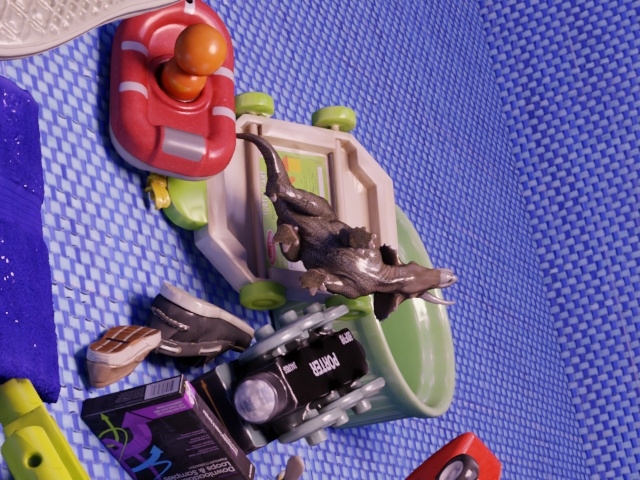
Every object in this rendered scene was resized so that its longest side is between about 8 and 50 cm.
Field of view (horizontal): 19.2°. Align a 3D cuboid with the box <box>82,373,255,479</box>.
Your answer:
[{"bbox_3d":[-0.153,0.207,1.929,0.162,0.116,0.029,55,28,-39],"label":"box"}]

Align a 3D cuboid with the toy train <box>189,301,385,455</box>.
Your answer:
[{"bbox_3d":[-0.055,0.169,2.113,0.142,0.190,0.334,63,18,3],"label":"toy train"}]

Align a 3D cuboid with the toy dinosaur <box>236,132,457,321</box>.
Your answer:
[{"bbox_3d":[0.000,0.000,2.184,0.313,0.121,0.160,34,-3,16],"label":"toy dinosaur"}]

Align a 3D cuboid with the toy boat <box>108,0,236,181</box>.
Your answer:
[{"bbox_3d":[-0.154,-0.192,2.157,0.151,0.151,0.231,13,52,-24],"label":"toy boat"}]

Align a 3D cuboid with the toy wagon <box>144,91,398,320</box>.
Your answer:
[{"bbox_3d":[-0.062,-0.045,2.281,0.344,0.068,0.267,8,67,-29],"label":"toy wagon"}]

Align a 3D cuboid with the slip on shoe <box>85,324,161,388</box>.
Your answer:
[{"bbox_3d":[-0.206,0.120,1.970,0.135,0.051,0.041,-38,137,-72],"label":"slip on shoe"}]

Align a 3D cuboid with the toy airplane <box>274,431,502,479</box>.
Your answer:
[{"bbox_3d":[0.057,0.429,2.166,0.384,0.272,0.386,-5,85,-31],"label":"toy airplane"}]

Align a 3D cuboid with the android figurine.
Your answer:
[{"bbox_3d":[-0.208,0.254,1.666,0.273,0.056,0.248,57,-9,27],"label":"android figurine"}]

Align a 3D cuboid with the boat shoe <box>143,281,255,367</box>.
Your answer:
[{"bbox_3d":[-0.141,0.104,2.141,0.079,0.084,0.233,-66,162,-2],"label":"boat shoe"}]

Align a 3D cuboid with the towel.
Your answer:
[{"bbox_3d":[-0.308,-0.013,1.729,0.227,0.076,0.308,26,54,-63],"label":"towel"}]

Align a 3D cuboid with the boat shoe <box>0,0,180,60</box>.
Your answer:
[{"bbox_3d":[-0.307,-0.271,1.877,0.500,0.156,0.187,-21,99,-55],"label":"boat shoe"}]

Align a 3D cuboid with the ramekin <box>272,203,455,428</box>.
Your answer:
[{"bbox_3d":[0.054,0.105,2.517,0.303,0.148,0.303,52,29,-44],"label":"ramekin"}]
